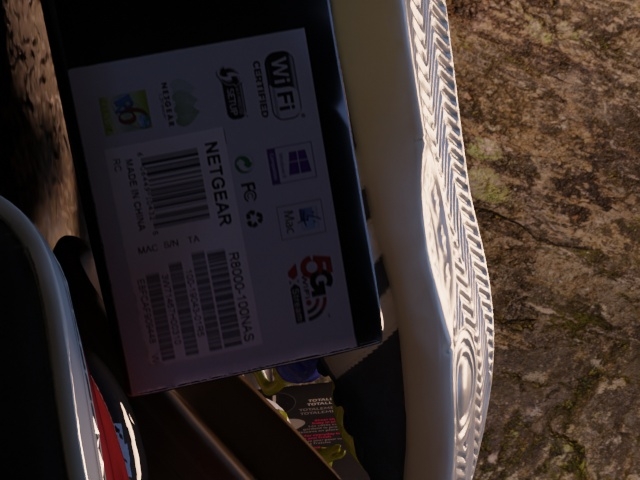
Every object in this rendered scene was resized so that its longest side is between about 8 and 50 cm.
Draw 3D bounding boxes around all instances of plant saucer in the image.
[{"bbox_3d":[-0.027,0.109,0.598,0.278,0.041,0.278,47,-2,2],"label":"plant saucer"}]

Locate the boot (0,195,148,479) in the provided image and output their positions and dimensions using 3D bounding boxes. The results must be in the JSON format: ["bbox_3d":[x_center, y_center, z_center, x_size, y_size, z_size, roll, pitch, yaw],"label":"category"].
[{"bbox_3d":[-0.074,0.126,0.361,0.176,0.088,0.244,89,-7,-70],"label":"boot"}]

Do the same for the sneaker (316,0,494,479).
[{"bbox_3d":[0.000,0.000,0.706,0.131,0.148,0.350,-54,138,-63],"label":"sneaker"}]

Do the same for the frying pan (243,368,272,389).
[{"bbox_3d":[-0.092,0.057,1.725,0.197,0.053,0.326,-96,-176,-73],"label":"frying pan"}]

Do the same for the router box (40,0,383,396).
[{"bbox_3d":[-0.065,-0.128,0.475,0.243,0.081,0.309,-138,-142,-75],"label":"router box"}]

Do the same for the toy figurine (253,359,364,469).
[{"bbox_3d":[-0.063,0.025,0.828,0.217,0.191,0.363,-26,100,-54],"label":"toy figurine"}]

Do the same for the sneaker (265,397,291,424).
[{"bbox_3d":[-0.038,0.268,1.074,0.127,0.126,0.321,-101,173,-46],"label":"sneaker"}]

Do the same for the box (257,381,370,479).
[{"bbox_3d":[-0.014,0.257,1.336,0.270,0.165,0.143,-93,177,-72],"label":"box"}]
